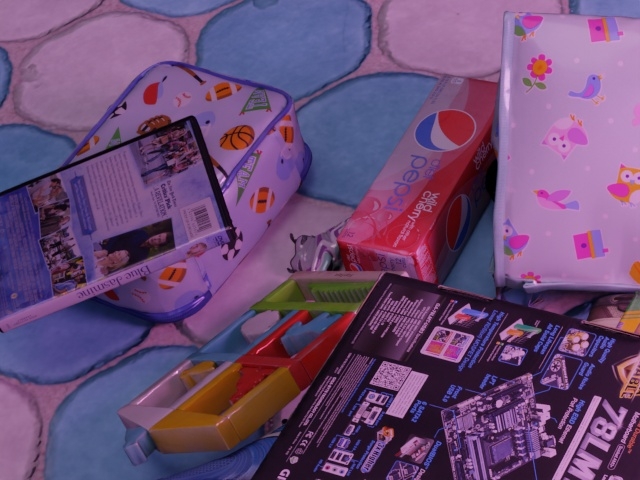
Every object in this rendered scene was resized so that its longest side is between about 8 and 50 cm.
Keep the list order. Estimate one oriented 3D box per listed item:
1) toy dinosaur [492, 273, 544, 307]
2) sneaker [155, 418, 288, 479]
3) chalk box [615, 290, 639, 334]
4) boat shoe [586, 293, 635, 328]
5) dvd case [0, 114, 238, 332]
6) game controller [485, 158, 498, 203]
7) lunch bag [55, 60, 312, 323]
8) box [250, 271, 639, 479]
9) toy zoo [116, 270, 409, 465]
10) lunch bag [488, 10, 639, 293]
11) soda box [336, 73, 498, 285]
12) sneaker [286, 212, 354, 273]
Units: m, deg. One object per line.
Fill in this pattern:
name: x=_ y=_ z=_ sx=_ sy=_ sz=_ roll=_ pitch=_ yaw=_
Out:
toy dinosaur: x=0.172 y=0.065 z=1.665 sx=0.090 sy=0.047 sz=0.082 roll=-34 pitch=27 yaw=-3
sneaker: x=-0.020 y=0.223 z=1.525 sx=0.330 sy=0.129 sz=0.147 roll=-13 pitch=22 yaw=11
chalk box: x=0.345 y=0.154 z=1.456 sx=0.213 sy=0.132 sz=0.132 roll=17 pitch=53 yaw=29
boat shoe: x=0.349 y=0.076 z=1.568 sx=0.224 sy=0.080 sz=0.073 roll=-2 pitch=51 yaw=22
dvd case: x=-0.222 y=-0.020 z=1.731 sx=0.253 sy=0.022 sz=0.180 roll=-22 pitch=46 yaw=1
game controller: x=0.331 y=-0.088 z=1.748 sx=0.319 sy=0.067 sz=0.166 roll=-29 pitch=45 yaw=-12
lunch bag: x=-0.166 y=-0.062 z=1.845 sx=0.243 sy=0.115 sz=0.303 roll=16 pitch=53 yaw=32
box: x=0.119 y=0.173 z=1.351 sx=0.293 sy=0.073 sz=0.295 roll=13 pitch=49 yaw=26
toy zoo: x=-0.067 y=0.120 z=1.609 sx=0.293 sy=0.030 sz=0.192 roll=-38 pitch=19 yaw=-29
lunch bag: x=0.273 y=-0.078 z=1.625 sx=0.223 sy=0.160 sz=0.262 roll=2 pitch=90 yaw=7
soda box: x=0.117 y=-0.054 z=1.768 sx=0.092 sy=0.083 sz=0.263 roll=12 pitch=50 yaw=27
sneaker: x=0.000 y=0.000 z=1.782 sx=0.069 sy=0.038 sz=0.098 roll=17 pitch=53 yaw=30
